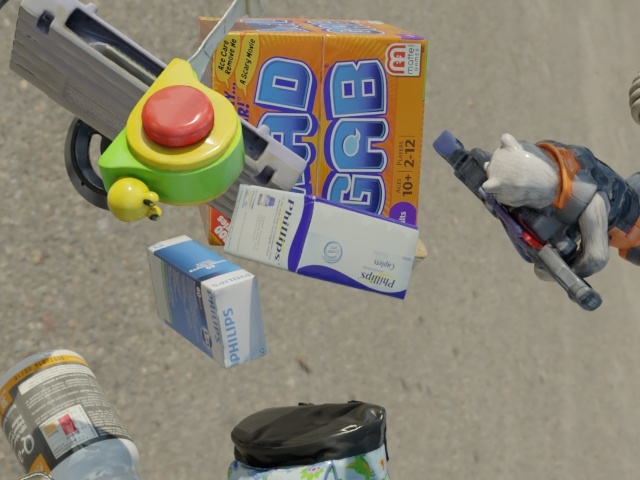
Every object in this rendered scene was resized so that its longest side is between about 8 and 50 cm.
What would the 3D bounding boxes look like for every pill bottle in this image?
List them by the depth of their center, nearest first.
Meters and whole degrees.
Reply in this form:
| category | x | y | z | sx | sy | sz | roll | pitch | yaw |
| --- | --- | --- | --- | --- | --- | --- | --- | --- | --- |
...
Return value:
| category | x | y | z | sx | sy | sz | roll | pitch | yaw |
| --- | --- | --- | --- | --- | --- | --- | --- | --- | --- |
| pill bottle | -0.370 | 0.310 | 1.768 | 0.278 | 0.162 | 0.162 | 52 | 12 | 32 |

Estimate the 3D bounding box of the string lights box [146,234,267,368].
| category | x | y | z | sx | sy | sz | roll | pitch | yaw |
| --- | --- | --- | --- | --- | --- | --- | --- | --- | --- |
| string lights box | -0.183 | 0.092 | 1.849 | 0.077 | 0.260 | 0.133 | -17 | 113 | -27 |

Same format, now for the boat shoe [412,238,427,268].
| category | x | y | z | sx | sy | sz | roll | pitch | yaw |
| --- | --- | --- | --- | --- | --- | --- | --- | --- | --- |
| boat shoe | 0.026 | 0.018 | 1.751 | 0.285 | 0.092 | 0.103 | 8 | 32 | -33 |

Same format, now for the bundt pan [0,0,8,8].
| category | x | y | z | sx | sy | sz | roll | pitch | yaw |
| --- | --- | --- | --- | --- | --- | --- | --- | --- | --- |
| bundt pan | -0.485 | -0.372 | 1.617 | 0.124 | 0.331 | 0.330 | 45 | 29 | -14 |

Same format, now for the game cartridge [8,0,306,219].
| category | x | y | z | sx | sy | sz | roll | pitch | yaw |
| --- | --- | --- | --- | --- | --- | --- | --- | --- | --- |
| game cartridge | -0.199 | -0.152 | 1.390 | 0.355 | 0.230 | 0.068 | 35 | 76 | -10 |

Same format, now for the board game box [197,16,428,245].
| category | x | y | z | sx | sy | sz | roll | pitch | yaw |
| --- | --- | --- | --- | --- | --- | --- | --- | --- | --- |
| board game box | -0.032 | -0.204 | 2.104 | 0.356 | 0.357 | 0.356 | -123 | -146 | -73 |

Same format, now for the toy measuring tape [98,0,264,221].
| category | x | y | z | sx | sy | sz | roll | pitch | yaw |
| --- | --- | --- | --- | --- | --- | --- | --- | --- | --- |
| toy measuring tape | -0.103 | -0.136 | 1.179 | 0.121 | 0.121 | 0.330 | 55 | 50 | -31 |

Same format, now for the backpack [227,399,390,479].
| category | x | y | z | sx | sy | sz | roll | pitch | yaw |
| --- | --- | --- | --- | --- | --- | --- | --- | --- | --- |
| backpack | -0.004 | 0.462 | 1.872 | 0.273 | 0.290 | 0.355 | -32 | 109 | -46 |

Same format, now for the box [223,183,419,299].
| category | x | y | z | sx | sy | sz | roll | pitch | yaw |
| --- | --- | --- | --- | --- | --- | --- | --- | --- | --- |
| box | 0.000 | 0.000 | 1.100 | 0.126 | 0.137 | 0.072 | 15 | 90 | -34 |

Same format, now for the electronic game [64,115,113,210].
| category | x | y | z | sx | sy | sz | roll | pitch | yaw |
| --- | --- | --- | --- | --- | --- | --- | --- | --- | --- |
| electronic game | -0.331 | -0.160 | 2.013 | 0.048 | 0.229 | 0.229 | 32 | 42 | -71 |

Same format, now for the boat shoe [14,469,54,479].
| category | x | y | z | sx | sy | sz | roll | pitch | yaw |
| --- | --- | --- | --- | --- | --- | --- | --- | --- | --- |
| boat shoe | -0.374 | 0.342 | 1.356 | 0.081 | 0.068 | 0.227 | 29 | 42 | 8 |

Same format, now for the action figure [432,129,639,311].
| category | x | y | z | sx | sy | sz | roll | pitch | yaw |
| --- | --- | --- | --- | --- | --- | --- | --- | --- | --- |
| action figure | 0.297 | -0.069 | 1.413 | 0.330 | 0.178 | 0.341 | 11 | 30 | -45 |

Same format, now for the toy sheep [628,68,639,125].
| category | x | y | z | sx | sy | sz | roll | pitch | yaw |
| --- | --- | --- | --- | --- | --- | --- | --- | --- | --- |
| toy sheep | 0.457 | -0.196 | 1.576 | 0.091 | 0.091 | 0.132 | 49 | 46 | -39 |
